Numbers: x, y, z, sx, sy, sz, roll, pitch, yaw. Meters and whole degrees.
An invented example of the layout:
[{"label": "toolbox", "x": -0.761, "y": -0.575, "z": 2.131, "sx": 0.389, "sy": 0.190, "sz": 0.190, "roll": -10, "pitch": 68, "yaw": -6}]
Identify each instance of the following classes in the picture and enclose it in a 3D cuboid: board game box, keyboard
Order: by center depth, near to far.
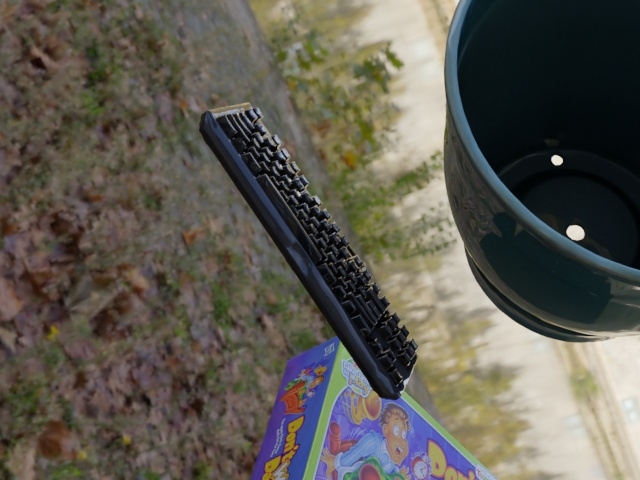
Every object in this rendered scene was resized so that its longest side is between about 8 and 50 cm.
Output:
[{"label": "keyboard", "x": 0.000, "y": 0.000, "z": 0.532, "sx": 0.180, "sy": 0.023, "sz": 0.108, "roll": 57, "pitch": 13, "yaw": -2}, {"label": "board game box", "x": 0.083, "y": 0.288, "z": 0.888, "sx": 0.347, "sy": 0.078, "sz": 0.233, "roll": 44, "pitch": 37, "yaw": -22}]

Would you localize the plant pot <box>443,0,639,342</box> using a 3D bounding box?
[{"label": "plant pot", "x": 0.207, "y": -0.048, "z": 0.669, "sx": 0.255, "sy": 0.272, "sz": 0.271, "roll": 93, "pitch": -16, "yaw": -67}]
